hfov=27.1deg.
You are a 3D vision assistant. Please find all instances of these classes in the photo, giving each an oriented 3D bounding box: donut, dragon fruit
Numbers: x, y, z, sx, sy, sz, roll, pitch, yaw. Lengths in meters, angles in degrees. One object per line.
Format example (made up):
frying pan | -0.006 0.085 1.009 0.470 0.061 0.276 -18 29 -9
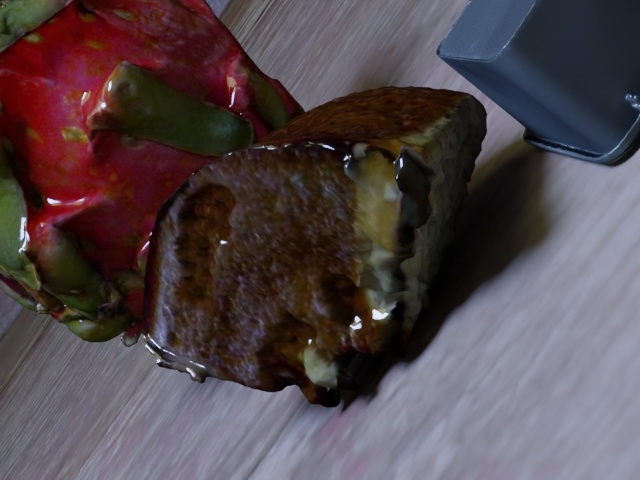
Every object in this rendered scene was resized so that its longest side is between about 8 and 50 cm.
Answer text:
donut | -0.001 -0.010 0.649 0.126 0.144 0.186 -42 -28 -48
dragon fruit | -0.141 -0.062 0.896 0.237 0.303 0.231 -49 41 9

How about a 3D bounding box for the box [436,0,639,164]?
box | 0.105 -0.088 0.575 0.084 0.069 0.122 -56 13 1
